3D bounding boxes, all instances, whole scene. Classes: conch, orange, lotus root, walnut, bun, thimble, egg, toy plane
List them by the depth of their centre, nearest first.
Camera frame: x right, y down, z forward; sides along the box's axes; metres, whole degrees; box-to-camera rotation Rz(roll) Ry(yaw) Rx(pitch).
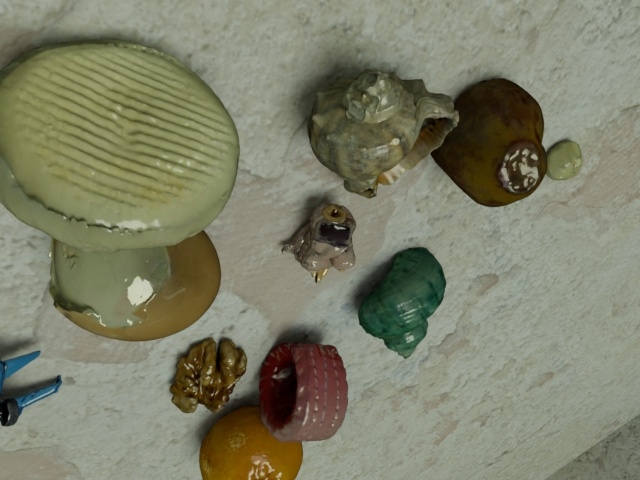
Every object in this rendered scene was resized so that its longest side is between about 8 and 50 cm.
[{"bbox_3d":[-0.240,-0.100,0.678,0.287,0.288,0.146,-7,158,-25],"label":"bun"},{"bbox_3d":[-0.247,0.041,0.798,0.201,0.201,0.244,-49,144,13],"label":"egg"},{"bbox_3d":[0.076,-0.171,0.850,0.210,0.159,0.291,-36,173,-11],"label":"conch"},{"bbox_3d":[-0.542,0.271,0.883,0.254,0.105,0.271,9,117,-51],"label":"toy plane"},{"bbox_3d":[0.307,-0.152,0.947,0.188,0.180,0.199,31,105,-19],"label":"lotus root"},{"bbox_3d":[-0.208,0.267,1.087,0.142,0.069,0.170,6,118,-31],"label":"walnut"},{"bbox_3d":[-0.037,0.300,1.131,0.124,0.190,0.163,15,160,-36],"label":"thimble"},{"bbox_3d":[0.170,0.136,1.149,0.196,0.134,0.202,-7,127,-23],"label":"conch"},{"bbox_3d":[0.499,-0.156,1.160,0.086,0.055,0.086,-16,131,-19],"label":"bun"},{"bbox_3d":[-0.144,0.455,1.193,0.219,0.193,0.219,-4,127,-5],"label":"orange"}]

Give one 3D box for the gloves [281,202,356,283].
[{"bbox_3d":[0.009,-0.002,0.980,0.110,0.094,0.144,18,135,-28],"label":"gloves"}]
